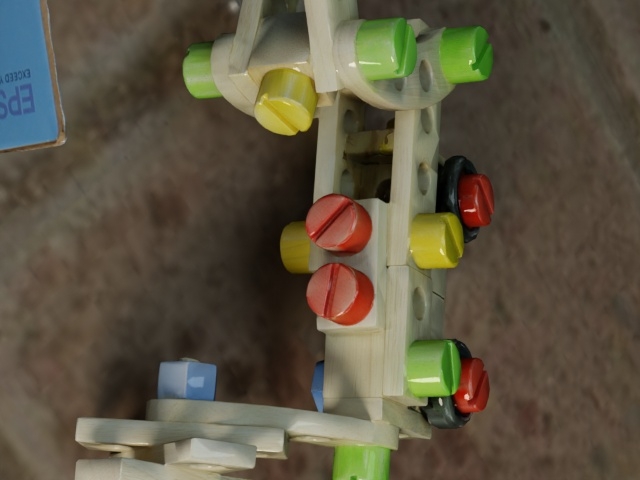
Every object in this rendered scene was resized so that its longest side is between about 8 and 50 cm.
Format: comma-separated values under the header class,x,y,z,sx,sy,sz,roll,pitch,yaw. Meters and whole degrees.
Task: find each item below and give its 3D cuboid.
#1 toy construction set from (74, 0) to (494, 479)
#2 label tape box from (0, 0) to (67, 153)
class,x,y,z,sx,sy,sz,roll,pitch,yaw
toy construction set,0.000,0.000,0.880,0.215,0.151,0.327,29,75,-60
label tape box,-0.156,-0.200,0.711,0.106,0.240,0.333,-13,96,-41
